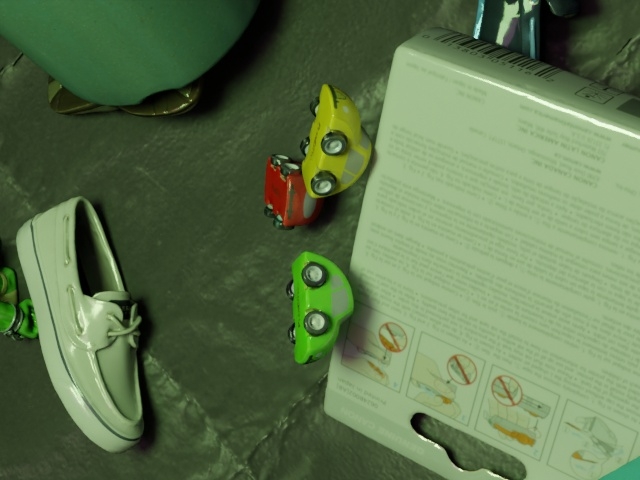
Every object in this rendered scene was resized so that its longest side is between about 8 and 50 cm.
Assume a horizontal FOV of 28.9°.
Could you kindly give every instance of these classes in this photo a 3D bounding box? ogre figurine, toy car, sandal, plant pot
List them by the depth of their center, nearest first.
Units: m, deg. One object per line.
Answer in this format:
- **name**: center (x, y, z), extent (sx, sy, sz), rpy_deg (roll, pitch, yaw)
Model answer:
- **toy car**: center (0.000, 0.000, 1.114), extent (0.053, 0.239, 0.225), rpy_deg (2, 73, -16)
- **plant pot**: center (-0.228, -0.316, 1.132), extent (0.341, 0.334, 0.341), rpy_deg (-12, 58, 20)
- **sandal**: center (-0.198, -0.161, 1.295), extent (0.219, 0.060, 0.090), rpy_deg (-3, 78, 38)
- **ogre figurine**: center (-0.386, 0.024, 1.325), extent (0.097, 0.118, 0.197), rpy_deg (-26, 75, 20)

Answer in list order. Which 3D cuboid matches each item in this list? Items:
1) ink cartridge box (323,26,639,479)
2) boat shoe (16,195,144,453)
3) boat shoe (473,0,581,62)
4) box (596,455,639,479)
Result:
- **ink cartridge box**: center (0.177, 0.045, 1.080), extent (0.308, 0.091, 0.385), rpy_deg (24, 121, 24)
- **boat shoe**: center (-0.226, 0.080, 1.267), extent (0.088, 0.096, 0.268), rpy_deg (-31, 66, 23)
- **boat shoe**: center (0.193, -0.212, 1.110), extent (0.089, 0.109, 0.258), rpy_deg (14, 108, 19)
- **box**: center (0.320, 0.202, 0.999), extent (0.244, 0.060, 0.100), rpy_deg (-34, 116, 17)
